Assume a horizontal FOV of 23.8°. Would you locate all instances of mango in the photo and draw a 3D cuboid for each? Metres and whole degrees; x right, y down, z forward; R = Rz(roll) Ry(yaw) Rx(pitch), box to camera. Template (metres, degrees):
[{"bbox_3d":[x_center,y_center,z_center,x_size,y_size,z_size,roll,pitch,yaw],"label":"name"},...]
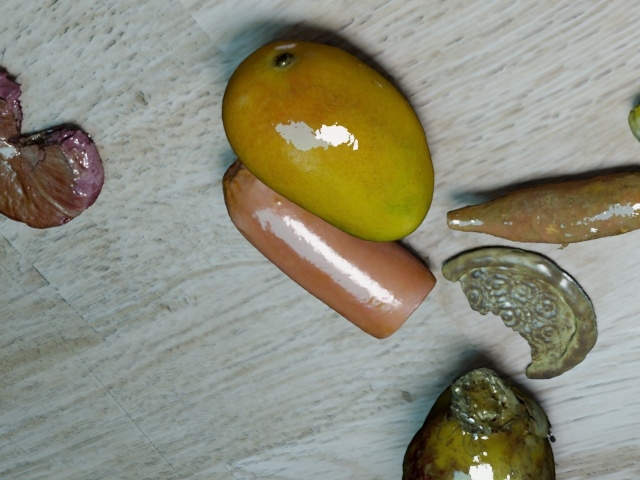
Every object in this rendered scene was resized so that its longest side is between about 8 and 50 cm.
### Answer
[{"bbox_3d":[0.018,-0.104,1.565,0.254,0.139,0.175,34,144,-14],"label":"mango"}]

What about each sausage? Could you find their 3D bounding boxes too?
[{"bbox_3d":[0.000,0.000,1.688,0.259,0.113,0.113,38,136,-8],"label":"sausage"}]

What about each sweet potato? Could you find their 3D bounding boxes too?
[{"bbox_3d":[0.278,-0.030,1.536,0.314,0.066,0.072,-6,94,32],"label":"sweet potato"}]

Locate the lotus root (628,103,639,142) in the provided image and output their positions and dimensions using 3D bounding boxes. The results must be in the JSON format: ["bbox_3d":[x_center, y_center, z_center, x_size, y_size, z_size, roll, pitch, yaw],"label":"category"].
[{"bbox_3d":[0.340,-0.100,1.456,0.099,0.049,0.054,35,135,-13],"label":"lotus root"}]

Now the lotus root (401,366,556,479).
[{"bbox_3d":[0.188,0.309,1.802,0.179,0.196,0.397,5,132,10],"label":"lotus root"}]

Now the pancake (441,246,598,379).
[{"bbox_3d":[0.220,0.080,1.705,0.191,0.020,0.184,24,137,7],"label":"pancake"}]

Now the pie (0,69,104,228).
[{"bbox_3d":[-0.365,-0.104,1.827,0.219,0.054,0.204,29,136,2],"label":"pie"}]
